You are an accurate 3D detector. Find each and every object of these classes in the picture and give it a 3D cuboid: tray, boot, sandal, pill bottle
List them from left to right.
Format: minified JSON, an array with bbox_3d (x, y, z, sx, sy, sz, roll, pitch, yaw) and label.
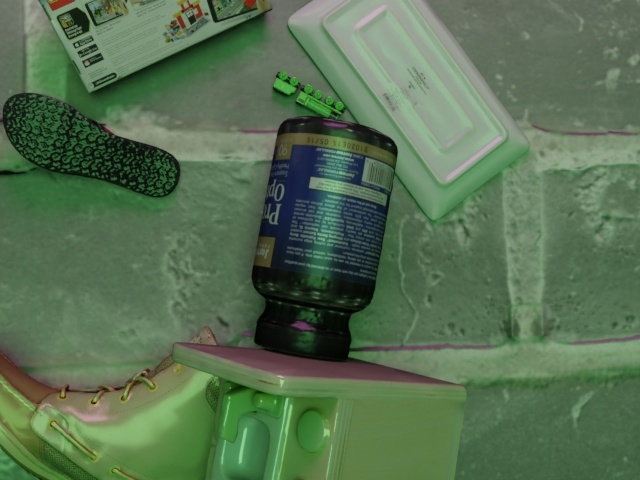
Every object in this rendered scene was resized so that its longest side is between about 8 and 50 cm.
[{"bbox_3d":[-0.230,-0.090,0.746,0.179,0.040,0.067,22,90,-21],"label":"sandal"},{"bbox_3d":[-0.190,0.143,0.704,0.203,0.095,0.262,-43,99,-6],"label":"boot"},{"bbox_3d":[0.000,0.000,0.726,0.122,0.123,0.219,11,86,-7],"label":"pill bottle"},{"bbox_3d":[0.099,-0.169,0.794,0.145,0.030,0.270,-37,93,-7],"label":"tray"}]

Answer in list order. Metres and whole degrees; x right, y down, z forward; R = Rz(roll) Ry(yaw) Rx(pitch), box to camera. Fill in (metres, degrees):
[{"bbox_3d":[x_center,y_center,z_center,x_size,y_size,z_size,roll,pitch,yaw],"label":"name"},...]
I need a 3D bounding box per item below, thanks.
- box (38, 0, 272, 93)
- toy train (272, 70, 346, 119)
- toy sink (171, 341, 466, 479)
[{"bbox_3d":[-0.162,-0.242,0.734,0.207,0.036,0.114,-27,119,-8],"label":"box"},{"bbox_3d":[-0.013,-0.151,0.784,0.083,0.017,0.024,28,94,-6],"label":"toy train"},{"bbox_3d":[-0.008,0.173,0.650,0.234,0.152,0.131,14,84,-44],"label":"toy sink"}]
